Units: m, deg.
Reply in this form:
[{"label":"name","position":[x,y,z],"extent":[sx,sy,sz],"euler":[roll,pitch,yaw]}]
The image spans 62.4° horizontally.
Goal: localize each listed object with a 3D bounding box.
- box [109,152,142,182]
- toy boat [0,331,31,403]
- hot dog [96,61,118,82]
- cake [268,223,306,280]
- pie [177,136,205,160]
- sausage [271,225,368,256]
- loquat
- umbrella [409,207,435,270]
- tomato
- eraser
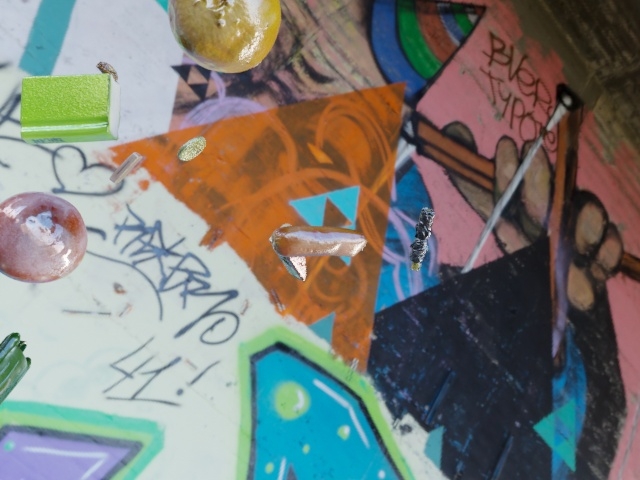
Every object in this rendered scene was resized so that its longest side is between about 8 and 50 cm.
[{"label":"box","position":[-0.595,-0.223,1.616],"extent":[0.025,0.115,0.048],"euler":[45,5,-8]},{"label":"toy boat","position":[-0.577,0.257,0.918],"extent":[0.052,0.210,0.104],"euler":[14,-48,5]},{"label":"hot dog","position":[-0.713,-0.565,1.778],"extent":[0.035,0.058,0.083],"euler":[-29,-56,12]},{"label":"cake","position":[-0.089,0.031,1.832],"extent":[0.086,0.116,0.220],"euler":[25,-22,39]},{"label":"pie","position":[-0.326,-0.234,1.336],"extent":[0.021,0.084,0.084],"euler":[49,-28,9]},{"label":"sausage","position":[0.000,0.000,1.504],"extent":[0.083,0.300,0.089],"euler":[58,-43,44]},{"label":"loquat","position":[-0.265,-0.634,1.486],"extent":[0.329,0.328,0.328],"euler":[28,-31,18]},{"label":"umbrella","position":[0.225,-0.002,1.182],"extent":[0.040,0.037,0.143],"euler":[29,-66,50]},{"label":"tomato","position":[-0.803,-0.013,1.500],"extent":[0.270,0.270,0.227],"euler":[46,-40,-14]},{"label":"eraser","position":[-0.777,-0.409,1.653],"extent":[0.274,0.209,0.092],"euler":[-2,-10,-6]}]
